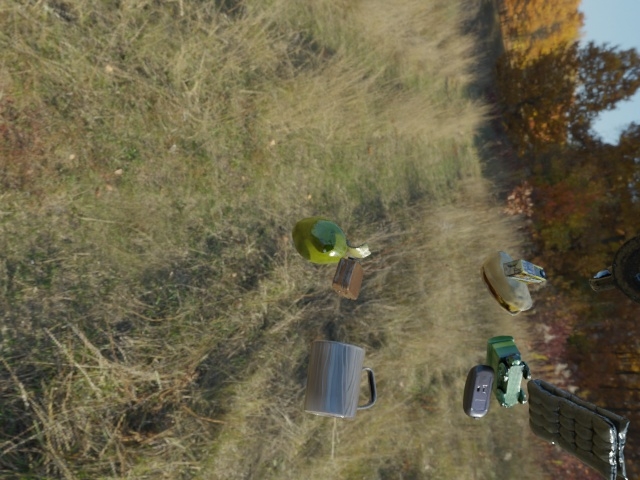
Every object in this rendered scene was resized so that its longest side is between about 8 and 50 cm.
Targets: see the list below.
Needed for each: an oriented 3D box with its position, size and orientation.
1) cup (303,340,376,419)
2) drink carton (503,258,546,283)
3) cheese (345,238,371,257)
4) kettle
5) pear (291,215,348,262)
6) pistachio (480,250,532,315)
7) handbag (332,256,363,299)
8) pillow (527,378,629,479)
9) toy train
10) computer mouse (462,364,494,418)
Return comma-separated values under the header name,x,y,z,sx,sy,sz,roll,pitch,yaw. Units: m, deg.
name,x,y,z,sx,sy,sz,roll,pitch,yaw
cup,0.072,0.549,1.655,0.288,0.208,0.273,36,54,-45
drink carton,0.743,0.117,1.533,0.165,0.071,0.056,17,64,-33
cheese,0.128,0.031,1.445,0.060,0.084,0.041,71,36,-46
kettle,0.665,0.061,0.862,0.232,0.202,0.144,-3,62,-53
pear,0.000,0.000,1.882,0.212,0.269,0.212,-60,176,-6
pistachio,0.843,0.186,1.915,0.187,0.187,0.299,21,43,-59
handbag,0.114,0.148,1.667,0.193,0.072,0.151,53,51,-62
pillow,0.870,0.635,1.449,0.101,0.326,0.228,-15,106,-23
toy train,0.796,0.569,1.806,0.202,0.120,0.301,-96,176,-60
computer mouse,0.676,0.641,1.801,0.057,0.120,0.232,-153,-110,-80
